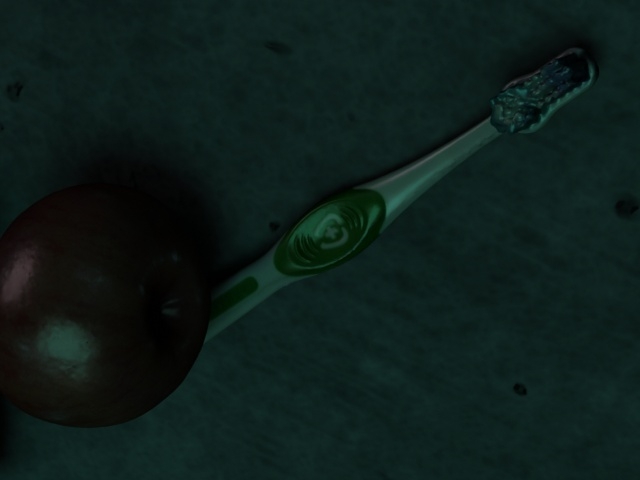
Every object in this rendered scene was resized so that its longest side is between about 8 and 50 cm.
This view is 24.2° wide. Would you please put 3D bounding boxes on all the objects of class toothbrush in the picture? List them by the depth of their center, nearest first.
[{"bbox_3d":[0.003,-0.001,0.928,0.418,0.040,0.042,-34,85,35],"label":"toothbrush"}]

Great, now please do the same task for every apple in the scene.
[{"bbox_3d":[-0.136,0.040,0.919,0.120,0.153,0.153,11,127,31],"label":"apple"}]
